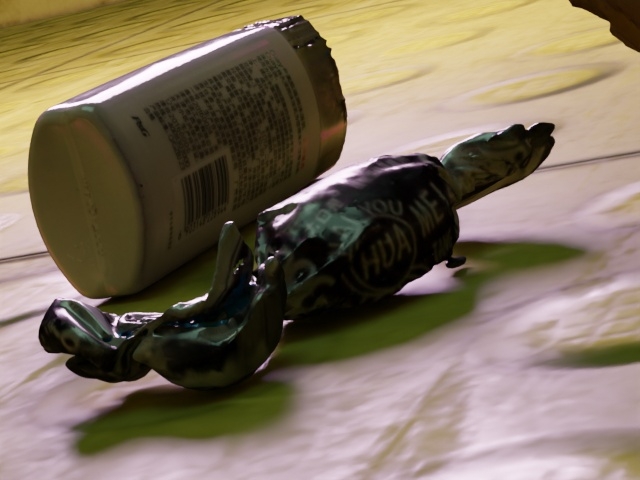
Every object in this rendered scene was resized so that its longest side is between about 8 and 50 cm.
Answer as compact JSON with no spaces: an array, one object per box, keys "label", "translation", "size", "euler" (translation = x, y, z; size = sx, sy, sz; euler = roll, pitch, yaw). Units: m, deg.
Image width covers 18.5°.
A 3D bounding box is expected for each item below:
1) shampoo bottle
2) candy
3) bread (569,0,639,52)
[{"label":"shampoo bottle","translation":[-0.054,-0.045,0.906],"size":[0.056,0.086,0.227],"euler":[-7,14,25]},{"label":"candy","translation":[0.000,0.001,0.710],"size":[0.226,0.051,0.094],"euler":[-23,12,-41]},{"label":"bread","translation":[0.224,-0.136,0.668],"size":[0.274,0.149,0.274],"euler":[-41,-5,-4]}]
